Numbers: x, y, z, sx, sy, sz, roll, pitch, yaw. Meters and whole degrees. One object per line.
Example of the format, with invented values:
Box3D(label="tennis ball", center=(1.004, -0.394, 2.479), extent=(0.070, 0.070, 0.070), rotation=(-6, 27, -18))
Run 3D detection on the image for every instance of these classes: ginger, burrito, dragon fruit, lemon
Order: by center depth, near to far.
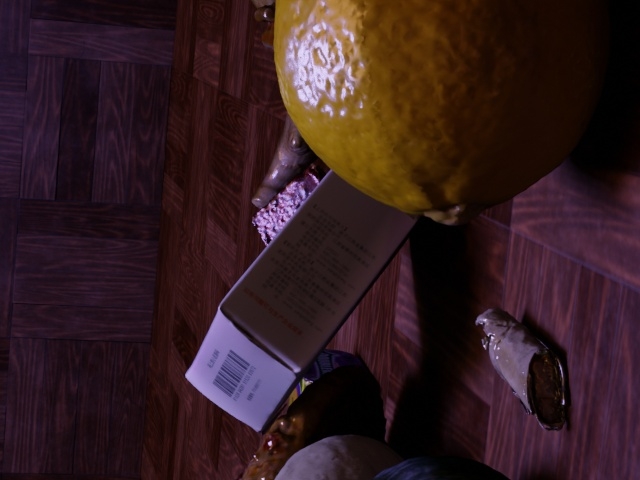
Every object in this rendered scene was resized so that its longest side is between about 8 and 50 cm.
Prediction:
Box3D(label="lemon", center=(0.093, -0.162, 1.233), extent=(0.293, 0.293, 0.293), rotation=(-177, 90, -76))
Box3D(label="burrito", center=(0.171, 0.103, 1.325), extent=(0.149, 0.041, 0.055), rotation=(-123, 25, -62))
Box3D(label="ginger", center=(0.006, -0.180, 1.970), extent=(0.166, 0.080, 0.333), rotation=(-55, -9, -40))
Box3D(label="dragon fruit", center=(0.001, 0.000, 2.002), extent=(0.127, 0.120, 0.161), rotation=(-34, 72, 22))

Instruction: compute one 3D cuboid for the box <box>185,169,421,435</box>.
Box3D(label="box", center=(0.001, 0.030, 1.584), extent=(0.299, 0.106, 0.200), rotation=(-52, -3, -27))

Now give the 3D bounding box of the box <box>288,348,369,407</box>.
Box3D(label="box", center=(-0.009, 0.314, 1.897), extent=(0.134, 0.097, 0.346), rotation=(-123, 38, -70))

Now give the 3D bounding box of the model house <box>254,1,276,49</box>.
Box3D(label="model house", center=(0.004, -0.329, 1.735), extent=(0.219, 0.199, 0.229), rotation=(0, 96, 37))

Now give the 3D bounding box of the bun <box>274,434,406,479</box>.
Box3D(label="bun", center=(0.035, 0.311, 1.497), extent=(0.259, 0.160, 0.259), rotation=(-26, -60, -58))

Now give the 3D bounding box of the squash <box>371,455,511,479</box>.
Box3D(label="squash", center=(0.099, 0.283, 1.304), extent=(0.218, 0.172, 0.218), rotation=(-52, 15, 20))

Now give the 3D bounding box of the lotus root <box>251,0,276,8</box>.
Box3D(label="lotus root", center=(-0.049, -0.391, 2.162), extent=(0.145, 0.128, 0.260), rotation=(-64, 28, 25))

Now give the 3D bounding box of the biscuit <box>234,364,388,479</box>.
Box3D(label="biscuit", center=(-0.022, 0.288, 1.639), extent=(0.334, 0.081, 0.289), rotation=(-55, -32, -40))
